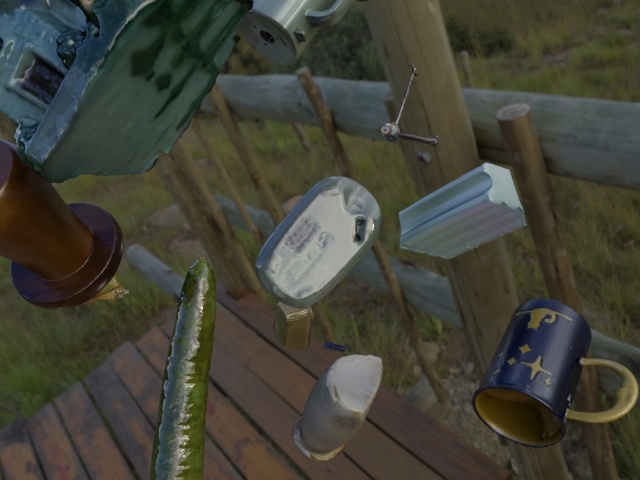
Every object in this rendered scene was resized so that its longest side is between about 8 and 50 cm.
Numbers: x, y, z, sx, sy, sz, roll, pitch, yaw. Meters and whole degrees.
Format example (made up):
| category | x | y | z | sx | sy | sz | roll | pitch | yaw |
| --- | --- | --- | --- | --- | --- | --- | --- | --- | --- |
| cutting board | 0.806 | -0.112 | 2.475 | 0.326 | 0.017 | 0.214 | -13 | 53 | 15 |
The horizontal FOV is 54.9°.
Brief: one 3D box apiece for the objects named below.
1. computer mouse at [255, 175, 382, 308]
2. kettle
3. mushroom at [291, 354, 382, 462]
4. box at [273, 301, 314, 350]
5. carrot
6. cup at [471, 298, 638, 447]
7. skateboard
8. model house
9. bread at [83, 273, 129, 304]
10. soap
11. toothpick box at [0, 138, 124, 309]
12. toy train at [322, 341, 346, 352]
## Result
| category | x | y | z | sx | sy | sz | roll | pitch | yaw |
| --- | --- | --- | --- | --- | --- | --- | --- | --- | --- |
| computer mouse | -0.001 | 0.001 | 1.414 | 0.331 | 0.197 | 0.095 | -46 | 0 | -8 |
| kettle | -0.052 | -0.670 | 1.691 | 0.318 | 0.205 | 0.265 | -56 | 22 | -17 |
| mushroom | 0.035 | 0.358 | 1.320 | 0.138 | 0.407 | 0.154 | 15 | 56 | -6 |
| box | -0.067 | 0.223 | 1.689 | 0.111 | 0.177 | 0.111 | 5 | 36 | -4 |
| carrot | -0.187 | 0.200 | 0.857 | 0.074 | 0.358 | 0.074 | 5 | -5 | 0 |
| cup | 0.467 | 0.271 | 1.220 | 0.255 | 0.178 | 0.256 | 25 | 52 | 18 |
| skateboard | 0.105 | -0.146 | 0.667 | 0.064 | 0.032 | 0.083 | 15 | 88 | 24 |
| model house | -0.313 | -0.279 | 0.771 | 0.294 | 0.329 | 0.252 | -55 | -13 | 14 |
| bread | -0.494 | 0.058 | 1.289 | 0.127 | 0.147 | 0.152 | -15 | 76 | 0 |
| soap | 0.313 | -0.055 | 1.342 | 0.290 | 0.173 | 0.095 | -32 | 54 | 51 |
| toothpick box | -0.437 | -0.015 | 0.946 | 0.192 | 0.294 | 0.192 | -6 | 61 | 11 |
| toy train | 0.042 | 0.285 | 1.640 | 0.017 | 0.083 | 0.017 | -48 | 45 | 23 |
